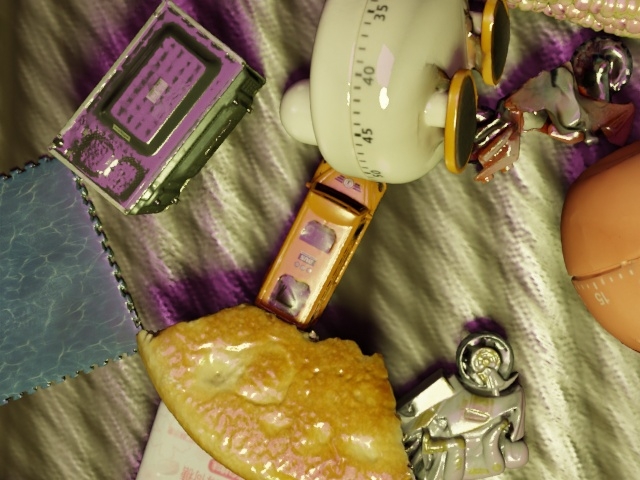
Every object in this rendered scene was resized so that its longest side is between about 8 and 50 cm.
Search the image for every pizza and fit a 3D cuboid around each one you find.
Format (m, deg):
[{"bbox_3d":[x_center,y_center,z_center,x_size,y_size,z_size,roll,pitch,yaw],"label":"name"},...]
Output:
[{"bbox_3d":[-0.036,0.175,0.954,0.365,0.074,0.182,24,73,7],"label":"pizza"}]

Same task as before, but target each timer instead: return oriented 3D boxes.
[{"bbox_3d":[0.361,0.001,0.885,0.229,0.229,0.215,-28,92,10],"label":"timer"},{"bbox_3d":[0.053,-0.175,0.910,0.240,0.233,0.234,12,98,22],"label":"timer"}]

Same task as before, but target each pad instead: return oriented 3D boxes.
[{"bbox_3d":[-0.376,0.057,1.098,0.269,0.012,0.269,-23,93,9],"label":"pad"}]

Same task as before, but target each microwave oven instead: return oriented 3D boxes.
[{"bbox_3d":[-0.168,-0.136,0.974,0.129,0.163,0.205,39,96,0],"label":"microwave oven"}]

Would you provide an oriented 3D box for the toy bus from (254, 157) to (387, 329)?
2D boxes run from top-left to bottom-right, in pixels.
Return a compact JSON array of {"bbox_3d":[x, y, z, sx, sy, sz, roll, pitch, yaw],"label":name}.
[{"bbox_3d":[0.000,0.000,1.002,0.083,0.088,0.195,27,99,5],"label":"toy bus"}]

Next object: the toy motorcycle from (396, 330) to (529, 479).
[{"bbox_3d":[0.163,0.220,1.014,0.152,0.073,0.225,43,99,-1],"label":"toy motorcycle"}]

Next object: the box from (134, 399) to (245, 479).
[{"bbox_3d":[-0.145,0.360,1.055,0.190,0.112,0.370,20,96,5],"label":"box"}]

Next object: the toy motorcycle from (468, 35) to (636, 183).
[{"bbox_3d":[0.247,-0.127,0.960,0.212,0.084,0.118,-28,93,17],"label":"toy motorcycle"}]

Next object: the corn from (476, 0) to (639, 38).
[{"bbox_3d":[0.288,-0.274,0.921,0.335,0.126,0.127,19,98,2],"label":"corn"}]
